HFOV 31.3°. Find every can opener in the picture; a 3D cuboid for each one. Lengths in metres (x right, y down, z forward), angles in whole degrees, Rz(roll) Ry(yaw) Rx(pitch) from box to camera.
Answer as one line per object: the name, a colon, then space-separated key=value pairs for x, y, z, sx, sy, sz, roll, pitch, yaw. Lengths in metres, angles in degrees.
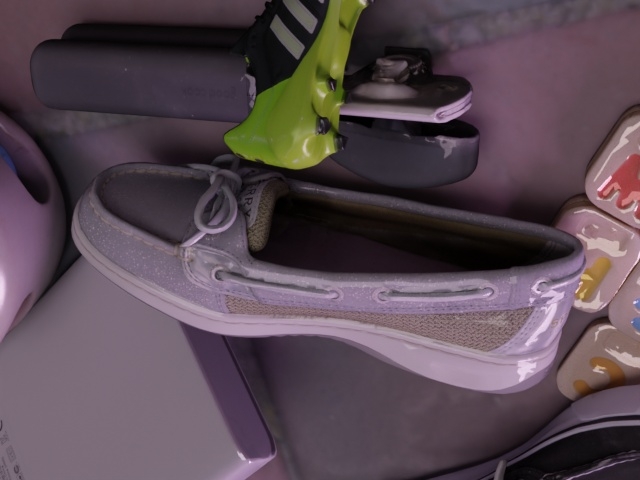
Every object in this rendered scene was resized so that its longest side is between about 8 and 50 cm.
can opener: x=-0.042 y=-0.080 z=0.721 sx=0.283 sy=0.076 sz=0.095 roll=6 pitch=118 yaw=17

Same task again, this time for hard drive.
hard drive: x=-0.179 y=0.144 z=0.850 sx=0.307 sy=0.040 sz=0.203 roll=-41 pitch=65 yaw=31

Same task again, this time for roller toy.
roller toy: x=-0.283 y=-0.002 z=0.801 sx=0.191 sy=0.146 sz=0.209 roll=6 pitch=113 yaw=5

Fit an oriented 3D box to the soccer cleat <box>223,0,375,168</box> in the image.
soccer cleat: x=-0.009 y=-0.126 z=0.645 sx=0.072 sy=0.179 sz=0.060 roll=5 pitch=161 yaw=25

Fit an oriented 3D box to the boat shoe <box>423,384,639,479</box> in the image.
boat shoe: x=0.145 y=0.194 z=0.775 sx=0.306 sy=0.105 sz=0.113 roll=-25 pitch=112 yaw=31

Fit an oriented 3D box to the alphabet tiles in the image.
alphabet tiles: x=0.281 y=0.037 z=0.705 sx=0.284 sy=0.021 sz=0.278 roll=29 pitch=123 yaw=2

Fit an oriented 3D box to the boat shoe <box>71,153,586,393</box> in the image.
boat shoe: x=0.001 y=0.002 z=0.717 sx=0.320 sy=0.118 sz=0.103 roll=17 pitch=129 yaw=8
